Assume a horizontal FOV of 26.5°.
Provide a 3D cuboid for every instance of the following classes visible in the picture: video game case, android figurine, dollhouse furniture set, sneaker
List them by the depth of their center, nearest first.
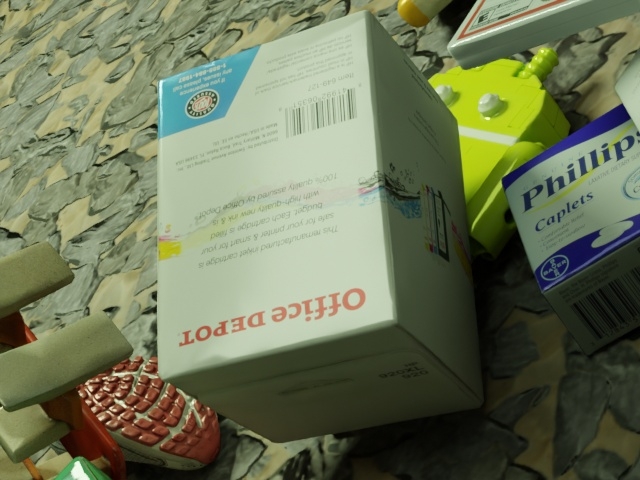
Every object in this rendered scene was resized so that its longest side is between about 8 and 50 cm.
[{"bbox_3d":[-0.149,0.161,0.947,0.135,0.262,0.259,-25,53,-27],"label":"dollhouse furniture set"},{"bbox_3d":[0.223,-0.239,0.952,0.204,0.025,0.285,-13,35,47],"label":"video game case"},{"bbox_3d":[0.092,-0.054,1.103,0.273,0.056,0.248,-51,32,-10],"label":"android figurine"},{"bbox_3d":[-0.169,0.148,1.130,0.225,0.093,0.088,12,39,37],"label":"sneaker"}]

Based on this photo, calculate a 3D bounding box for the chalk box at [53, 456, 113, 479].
[{"bbox_3d":[-0.112,0.252,0.728,0.179,0.289,0.180,-47,32,-7],"label":"chalk box"}]

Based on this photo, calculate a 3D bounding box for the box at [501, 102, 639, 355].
[{"bbox_3d":[0.201,-0.015,0.917,0.126,0.072,0.137,-32,32,15],"label":"box"}]

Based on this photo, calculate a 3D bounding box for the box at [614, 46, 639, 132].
[{"bbox_3d":[0.275,-0.068,0.822,0.170,0.130,0.091,-99,32,-54],"label":"box"}]

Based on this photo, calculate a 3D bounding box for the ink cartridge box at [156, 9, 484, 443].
[{"bbox_3d":[0.000,0.000,0.942,0.171,0.168,0.233,-14,61,22],"label":"ink cartridge box"}]

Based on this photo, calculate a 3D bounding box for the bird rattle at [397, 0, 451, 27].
[{"bbox_3d":[0.151,-0.304,1.282,0.207,0.143,0.253,-39,24,38],"label":"bird rattle"}]
